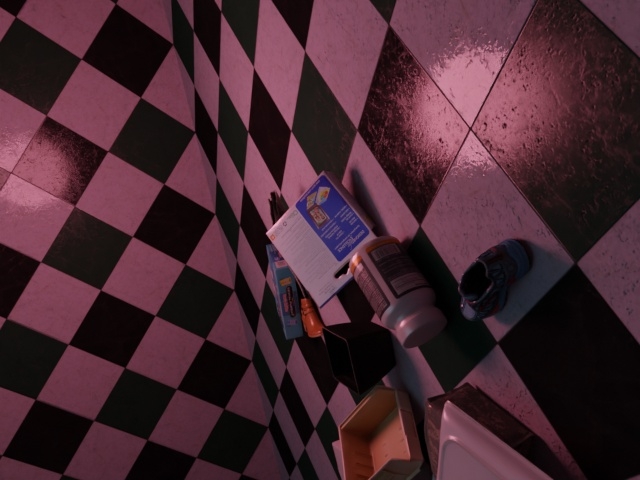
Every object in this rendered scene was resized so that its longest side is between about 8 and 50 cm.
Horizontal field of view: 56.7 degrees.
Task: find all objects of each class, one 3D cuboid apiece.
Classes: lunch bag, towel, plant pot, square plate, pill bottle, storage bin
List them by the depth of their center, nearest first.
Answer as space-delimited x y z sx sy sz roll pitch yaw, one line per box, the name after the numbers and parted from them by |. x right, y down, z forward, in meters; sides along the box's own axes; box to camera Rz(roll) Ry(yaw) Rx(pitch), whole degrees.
0.357 0.577 1.268 0.344 0.049 0.347 31 125 55 | square plate
0.381 0.542 1.452 0.235 0.169 0.287 35 133 55 | lunch bag
0.205 0.135 1.571 0.278 0.162 0.162 59 155 31 | pill bottle
0.183 0.632 1.835 0.260 0.123 0.262 -56 23 31 | storage bin
0.134 0.358 1.909 0.187 0.167 0.188 13 117 66 | plant pot
-0.118 0.014 2.159 0.312 0.056 0.324 -101 -11 -53 | towel

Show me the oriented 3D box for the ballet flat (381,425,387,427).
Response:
0.223 0.641 2.046 0.077 0.077 0.231 51 152 -6 | ballet flat

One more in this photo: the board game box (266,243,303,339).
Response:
-0.152 0.210 2.536 0.254 0.079 0.336 -119 20 -63 | board game box

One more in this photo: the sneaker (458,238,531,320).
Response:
0.336 0.093 1.272 0.104 0.125 0.262 59 155 31 | sneaker

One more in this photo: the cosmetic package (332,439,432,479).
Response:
0.222 0.845 2.070 0.453 0.162 0.230 -3 102 67 | cosmetic package

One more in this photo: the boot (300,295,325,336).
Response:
-0.035 0.307 2.412 0.197 0.073 0.152 7 108 64 | boot

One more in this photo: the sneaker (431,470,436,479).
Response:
0.382 0.686 1.661 0.235 0.094 0.153 57 155 35 | sneaker

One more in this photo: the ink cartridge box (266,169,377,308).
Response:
0.017 -0.003 1.817 0.303 0.072 0.307 -45 74 26 | ink cartridge box
